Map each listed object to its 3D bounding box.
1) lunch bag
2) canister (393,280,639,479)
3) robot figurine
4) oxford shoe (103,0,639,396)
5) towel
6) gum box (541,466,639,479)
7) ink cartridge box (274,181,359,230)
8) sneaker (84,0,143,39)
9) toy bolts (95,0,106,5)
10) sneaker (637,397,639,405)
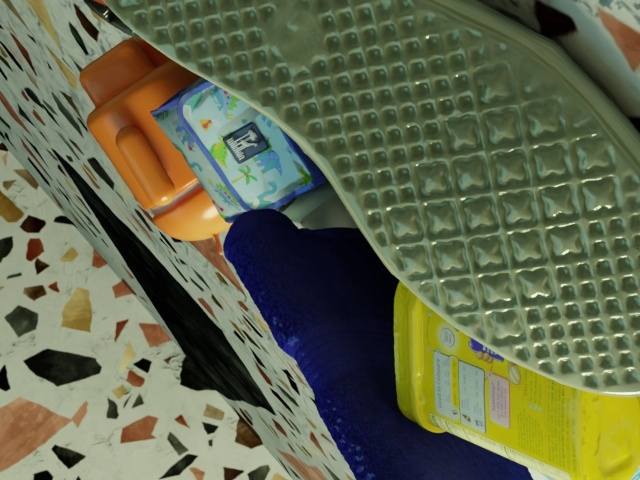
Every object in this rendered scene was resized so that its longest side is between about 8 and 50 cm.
[{"bbox_3d":[-0.063,-0.092,1.294,0.128,0.096,0.151,56,151,-12],"label":"lunch bag"},{"bbox_3d":[0.133,0.088,0.992,0.170,0.073,0.126,19,119,47],"label":"canister"},{"bbox_3d":[-0.137,-0.093,1.428,0.219,0.128,0.158,57,167,-7],"label":"robot figurine"},{"bbox_3d":[0.055,-0.087,0.873,0.449,0.169,0.130,40,-154,11],"label":"oxford shoe"},{"bbox_3d":[0.049,0.121,1.151,0.228,0.076,0.308,10,-136,-59],"label":"towel"},{"bbox_3d":[0.189,0.141,1.196,0.157,0.041,0.184,37,162,46],"label":"gum box"},{"bbox_3d":[0.000,0.000,1.381,0.104,0.061,0.181,54,166,-15],"label":"ink cartridge box"},{"bbox_3d":[-0.185,-0.266,1.255,0.267,0.101,0.106,48,-174,13],"label":"sneaker"},{"bbox_3d":[-0.196,-0.262,1.060,0.229,0.218,0.158,29,155,-15],"label":"toy bolts"},{"bbox_3d":[0.232,0.142,0.911,0.185,0.084,0.069,45,-178,-15],"label":"sneaker"}]
